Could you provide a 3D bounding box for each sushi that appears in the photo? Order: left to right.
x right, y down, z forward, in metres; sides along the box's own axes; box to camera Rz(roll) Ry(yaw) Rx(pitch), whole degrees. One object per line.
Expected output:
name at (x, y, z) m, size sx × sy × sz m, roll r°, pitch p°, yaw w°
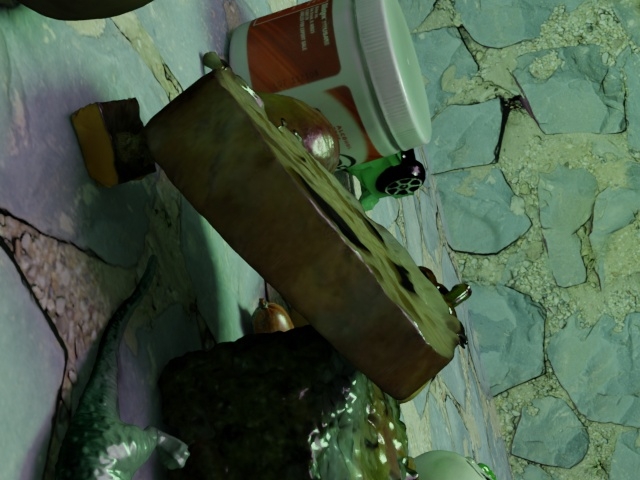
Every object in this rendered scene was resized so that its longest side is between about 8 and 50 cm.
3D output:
sushi at (-0.015, 0.240, 0.954) m, size 0.352 × 0.178 × 0.294 m, roll 18°, pitch 61°, yaw -70°

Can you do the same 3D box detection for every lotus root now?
lotus root at (0.000, 0.000, 0.907) m, size 0.390 × 0.111 × 0.375 m, roll 40°, pitch 8°, yaw -49°

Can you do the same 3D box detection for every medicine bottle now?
medicine bottle at (0.017, -0.233, 1.366) m, size 0.252 × 0.240 × 0.253 m, roll -15°, pitch 90°, yaw -74°

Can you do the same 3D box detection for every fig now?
fig at (-0.088, -0.133, 1.182) m, size 0.143 × 0.230 × 0.160 m, roll -62°, pitch 167°, yaw 11°

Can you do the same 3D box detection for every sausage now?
sausage at (-0.016, 0.221, 1.191) m, size 0.053 × 0.053 × 0.348 m, roll -74°, pitch 146°, yaw -61°

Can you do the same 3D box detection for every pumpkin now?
pumpkin at (-0.190, -0.092, 0.866) m, size 0.074 × 0.053 × 0.083 m, roll -41°, pitch 121°, yaw -68°

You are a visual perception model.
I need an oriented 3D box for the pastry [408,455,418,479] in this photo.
pastry at (0.092, 0.405, 1.330) m, size 0.182 × 0.093 × 0.193 m, roll 33°, pitch 52°, yaw -69°

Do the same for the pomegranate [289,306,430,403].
pomegranate at (0.060, 0.120, 1.254) m, size 0.233 × 0.233 × 0.233 m, roll -14°, pitch 90°, yaw -75°

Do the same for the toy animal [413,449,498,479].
toy animal at (0.228, 0.472, 1.549) m, size 0.212 × 0.212 × 0.267 m, roll -69°, pitch 148°, yaw -65°

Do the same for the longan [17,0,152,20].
longan at (-0.192, -0.314, 0.729) m, size 0.300 × 0.243 × 0.300 m, roll -35°, pitch 136°, yaw -42°

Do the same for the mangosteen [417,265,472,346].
mangosteen at (0.145, 0.134, 1.506) m, size 0.194 × 0.230 × 0.194 m, roll -18°, pitch 90°, yaw -86°

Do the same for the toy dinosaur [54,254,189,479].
toy dinosaur at (-0.154, 0.165, 0.747) m, size 0.383 × 0.076 × 0.129 m, roll -98°, pitch 162°, yaw -62°

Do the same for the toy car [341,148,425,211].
toy car at (0.085, -0.200, 1.725) m, size 0.358 × 0.176 × 0.214 m, roll 38°, pitch 39°, yaw -60°
